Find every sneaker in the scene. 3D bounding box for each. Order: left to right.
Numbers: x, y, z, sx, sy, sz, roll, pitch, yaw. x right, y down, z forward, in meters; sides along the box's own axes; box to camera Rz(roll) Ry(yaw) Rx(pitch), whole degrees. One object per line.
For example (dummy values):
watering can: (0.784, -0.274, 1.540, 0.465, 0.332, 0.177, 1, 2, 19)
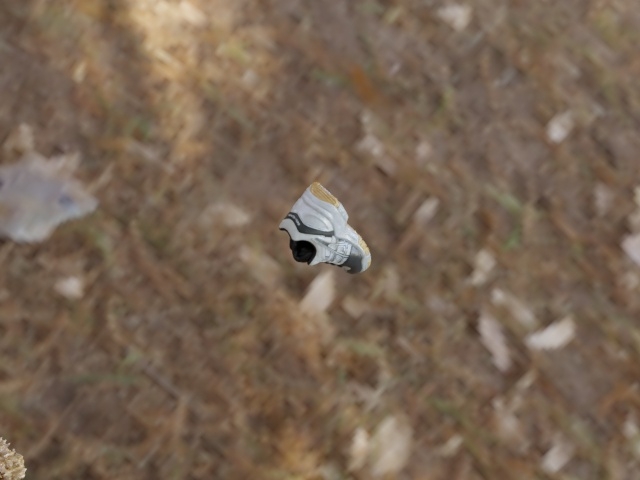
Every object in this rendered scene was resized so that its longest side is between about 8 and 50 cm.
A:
sneaker: (0.000, 0.000, 1.052, 0.032, 0.037, 0.083, 41, -8, 34)

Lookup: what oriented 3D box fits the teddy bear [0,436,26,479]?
teddy bear: (-0.303, 0.184, 1.231, 0.338, 0.113, 0.245, 24, 23, 10)
